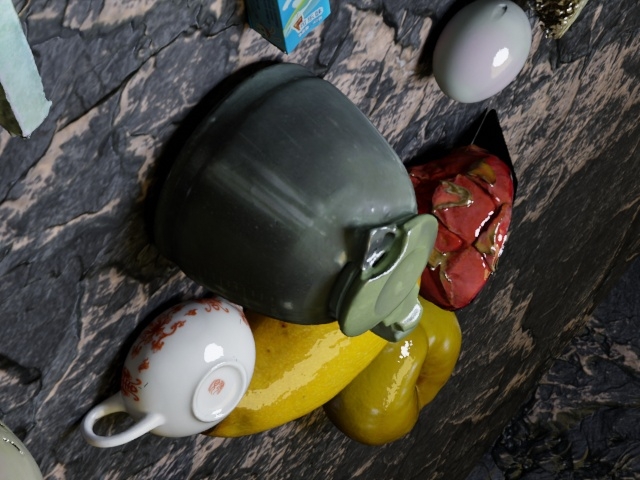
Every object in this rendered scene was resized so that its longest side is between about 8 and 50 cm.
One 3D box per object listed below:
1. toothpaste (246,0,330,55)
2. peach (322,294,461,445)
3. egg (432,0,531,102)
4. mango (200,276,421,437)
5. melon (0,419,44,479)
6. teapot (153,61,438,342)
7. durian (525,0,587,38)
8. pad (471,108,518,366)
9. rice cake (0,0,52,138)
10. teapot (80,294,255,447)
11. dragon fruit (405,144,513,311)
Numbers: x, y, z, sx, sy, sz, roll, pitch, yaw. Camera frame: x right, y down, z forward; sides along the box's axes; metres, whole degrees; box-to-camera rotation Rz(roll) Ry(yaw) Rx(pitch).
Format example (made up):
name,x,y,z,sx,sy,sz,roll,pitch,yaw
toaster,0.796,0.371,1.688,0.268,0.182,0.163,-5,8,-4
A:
name,x,y,z,sx,sy,sz,roll,pitch,yaw
toothpaste,-0.040,-0.262,1.234,0.065,0.050,0.267,-45,157,-16
peach,0.105,0.179,2.117,0.251,0.153,0.251,-50,166,-17
egg,0.190,-0.225,1.716,0.135,0.103,0.103,-51,160,1
mango,-0.016,0.109,1.750,0.359,0.144,0.187,-43,139,-9
melon,-0.348,0.269,1.165,0.317,0.223,0.223,-60,159,2
teapot,-0.014,0.008,1.452,0.239,0.239,0.322,-37,155,-36
durian,0.307,-0.346,1.807,0.188,0.091,0.148,-60,172,6
pad,0.213,0.008,2.000,0.250,0.055,0.323,-95,-174,-58
rice cake,-0.232,-0.142,1.030,0.043,0.034,0.211,-55,161,-23
teapot,-0.151,0.147,1.574,0.245,0.116,0.159,-30,146,-25
dragon fruit,0.140,-0.029,1.881,0.218,0.148,0.224,127,-26,-54
